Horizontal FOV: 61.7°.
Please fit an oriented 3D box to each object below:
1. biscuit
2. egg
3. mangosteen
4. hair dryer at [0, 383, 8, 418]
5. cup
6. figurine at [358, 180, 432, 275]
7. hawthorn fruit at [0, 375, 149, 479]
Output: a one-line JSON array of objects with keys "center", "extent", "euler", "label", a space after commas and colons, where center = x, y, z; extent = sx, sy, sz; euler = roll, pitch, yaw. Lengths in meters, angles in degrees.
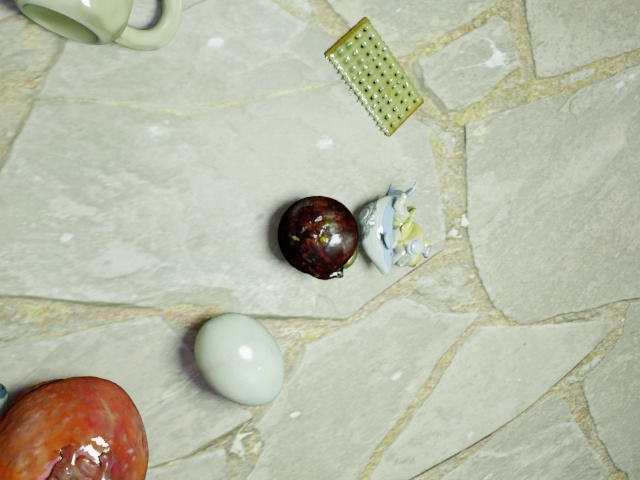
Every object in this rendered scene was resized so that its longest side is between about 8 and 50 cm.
[{"center": [0.123, -0.351, 1.166], "extent": [0.139, 0.016, 0.231], "euler": [-47, 112, -15], "label": "biscuit"}, {"center": [-0.150, 0.231, 1.027], "extent": [0.151, 0.151, 0.209], "euler": [-44, 115, -14], "label": "egg"}, {"center": [0.000, -0.008, 1.080], "extent": [0.184, 0.173, 0.172], "euler": [2, 88, -70], "label": "mangosteen"}, {"center": [-0.624, 0.311, 0.876], "extent": [0.200, 0.067, 0.167], "euler": [5, 99, -15], "label": "hair dryer"}, {"center": [-0.363, -0.424, 0.876], "extent": [0.174, 0.255, 0.202], "euler": [16, 87, 17], "label": "cup"}, {"center": [0.163, -0.026, 1.162], "extent": [0.184, 0.128, 0.208], "euler": [21, 82, -28], "label": "figurine"}, {"center": [-0.397, 0.367, 0.840], "extent": [0.276, 0.307, 0.275], "euler": [-2, 95, -27], "label": "hawthorn fruit"}]
